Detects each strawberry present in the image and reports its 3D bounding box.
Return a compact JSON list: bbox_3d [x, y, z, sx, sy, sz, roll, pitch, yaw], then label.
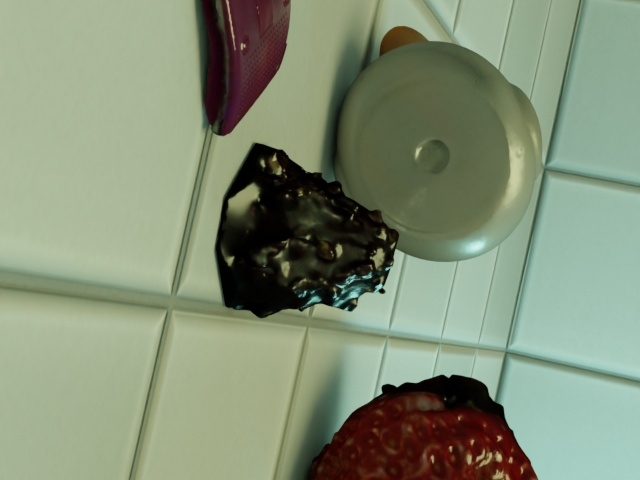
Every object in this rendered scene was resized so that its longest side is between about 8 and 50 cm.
[{"bbox_3d":[0.103,0.335,1.564,0.310,0.291,0.292,-57,154,-45],"label":"strawberry"}]

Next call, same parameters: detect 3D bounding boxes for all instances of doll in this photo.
[{"bbox_3d":[0.118,-0.103,1.453,0.251,0.221,0.221,67,20,-2],"label":"doll"}]

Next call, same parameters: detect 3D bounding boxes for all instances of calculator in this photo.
[{"bbox_3d":[-0.055,-0.185,1.055,0.127,0.034,0.190,-57,153,-48],"label":"calculator"}]

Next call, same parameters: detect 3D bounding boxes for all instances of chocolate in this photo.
[{"bbox_3d":[0.000,0.000,1.202,0.156,0.133,0.156,10,90,-76],"label":"chocolate"}]
